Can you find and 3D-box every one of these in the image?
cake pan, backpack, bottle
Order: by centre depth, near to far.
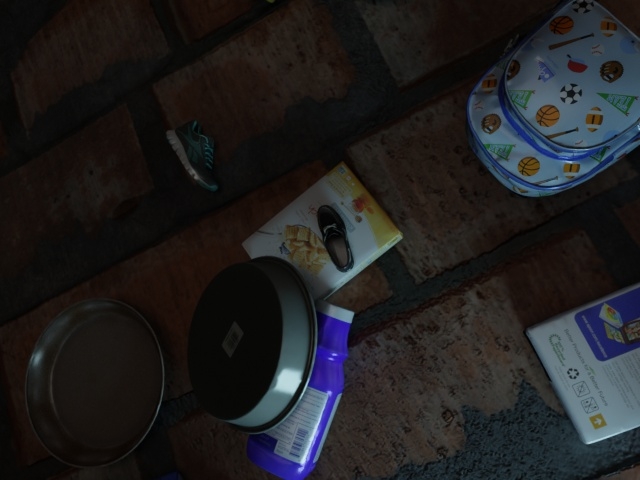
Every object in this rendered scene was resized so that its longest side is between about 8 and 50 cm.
[{"bbox_3d":[0.358,-0.198,0.774,0.263,0.213,0.276,-43,74,16],"label":"backpack"},{"bbox_3d":[-0.127,0.164,0.848,0.293,0.054,0.293,-16,67,41],"label":"cake pan"},{"bbox_3d":[-0.023,0.239,0.850,0.118,0.092,0.282,18,85,19],"label":"bottle"}]

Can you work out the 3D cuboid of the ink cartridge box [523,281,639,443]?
[{"bbox_3d":[0.505,0.134,0.730,0.371,0.069,0.175,-26,73,12],"label":"ink cartridge box"}]

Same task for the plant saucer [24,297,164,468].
[{"bbox_3d":[-0.424,0.266,0.986,0.311,0.050,0.310,-3,79,15],"label":"plant saucer"}]

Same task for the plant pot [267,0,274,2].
[{"bbox_3d":[-0.115,-0.529,1.033,0.081,0.083,0.081,33,91,19],"label":"plant pot"}]

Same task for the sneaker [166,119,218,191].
[{"bbox_3d":[-0.238,-0.172,1.013,0.076,0.065,0.166,-35,73,3],"label":"sneaker"}]

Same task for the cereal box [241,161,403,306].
[{"bbox_3d":[0.000,0.000,0.914,0.240,0.047,0.173,-39,71,6],"label":"cereal box"}]

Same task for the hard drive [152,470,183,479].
[{"bbox_3d":[-0.370,0.522,0.815,0.319,0.040,0.210,-19,35,-7],"label":"hard drive"}]

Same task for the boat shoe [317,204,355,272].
[{"bbox_3d":[0.023,-0.005,0.861,0.046,0.038,0.125,-20,76,12],"label":"boat shoe"}]
